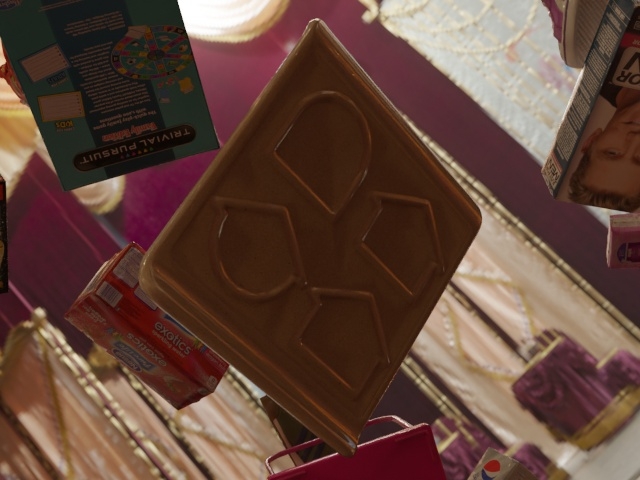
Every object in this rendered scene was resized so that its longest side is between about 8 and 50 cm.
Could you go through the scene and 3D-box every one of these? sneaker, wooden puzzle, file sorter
[{"bbox_3d":[-0.658,-0.371,2.093,0.279,0.118,0.107,87,-154,-59],"label":"sneaker"},{"bbox_3d":[0.000,0.000,0.997,0.080,0.322,0.347,0,53,50],"label":"wooden puzzle"},{"bbox_3d":[0.393,-0.432,1.609,0.102,0.161,0.282,-17,-71,-42],"label":"sneaker"},{"bbox_3d":[-0.008,0.295,1.398,0.086,0.192,0.064,-29,-3,-7],"label":"sneaker"},{"bbox_3d":[0.065,0.387,1.195,0.202,0.290,0.182,-17,0,-8],"label":"file sorter"}]

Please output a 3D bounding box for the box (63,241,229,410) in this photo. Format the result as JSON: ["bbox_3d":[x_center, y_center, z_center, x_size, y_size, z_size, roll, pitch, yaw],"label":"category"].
[{"bbox_3d":[-0.269,0.143,1.568,0.123,0.257,0.128,-32,21,47],"label":"box"}]

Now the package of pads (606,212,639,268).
[{"bbox_3d":[0.369,0.000,1.138,0.083,0.050,0.032,70,-158,-53],"label":"package of pads"}]

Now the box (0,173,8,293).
[{"bbox_3d":[-0.643,-0.001,1.700,0.159,0.044,0.233,-10,-57,-31],"label":"box"}]

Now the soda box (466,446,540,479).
[{"bbox_3d":[0.400,0.503,1.764,0.091,0.286,0.098,-53,23,-11],"label":"soda box"}]

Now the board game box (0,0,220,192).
[{"bbox_3d":[-0.313,-0.259,1.408,0.254,0.079,0.336,-16,-52,-5],"label":"board game box"}]

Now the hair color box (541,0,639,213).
[{"bbox_3d":[0.501,-0.218,1.529,0.105,0.174,0.347,-94,15,-55],"label":"hair color box"}]
